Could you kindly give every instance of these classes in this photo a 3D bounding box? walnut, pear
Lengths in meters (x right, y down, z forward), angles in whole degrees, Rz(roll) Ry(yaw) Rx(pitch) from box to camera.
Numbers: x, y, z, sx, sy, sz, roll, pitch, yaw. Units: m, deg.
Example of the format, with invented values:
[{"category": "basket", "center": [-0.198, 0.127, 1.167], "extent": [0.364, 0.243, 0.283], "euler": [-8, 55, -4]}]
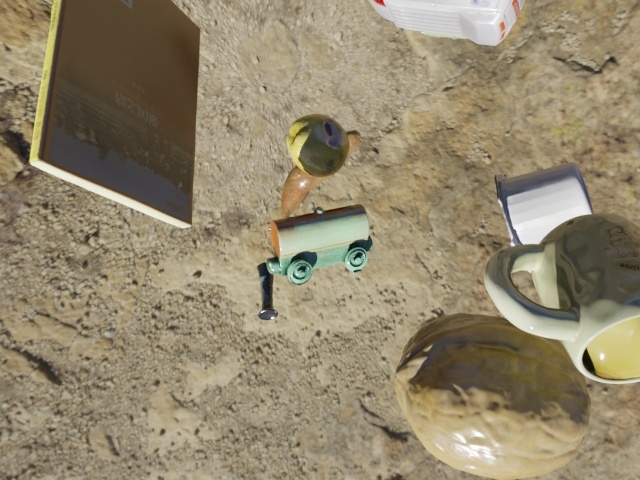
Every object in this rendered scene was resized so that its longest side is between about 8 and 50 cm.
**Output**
[{"category": "walnut", "center": [0.282, 0.260, 0.886], "extent": [0.312, 0.277, 0.252], "euler": [9, 146, 5]}, {"category": "pear", "center": [-0.010, -0.263, 1.414], "extent": [0.177, 0.178, 0.178], "euler": [-2, 107, -6]}]

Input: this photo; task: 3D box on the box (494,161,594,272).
[{"category": "box", "center": [0.625, -0.076, 1.412], "extent": [0.206, 0.262, 0.292], "euler": [-19, 84, 31]}]

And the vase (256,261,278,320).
[{"category": "vase", "center": [-0.154, 0.145, 1.493], "extent": [0.059, 0.167, 0.059], "euler": [-5, 143, -3]}]

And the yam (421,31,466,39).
[{"category": "yam", "center": [0.355, -0.647, 1.260], "extent": [0.167, 0.168, 0.305], "euler": [13, 100, -10]}]

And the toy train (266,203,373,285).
[{"category": "toy train", "center": [0.000, 0.000, 1.300], "extent": [0.285, 0.116, 0.177], "euler": [-11, 115, -17]}]

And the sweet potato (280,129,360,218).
[{"category": "sweet potato", "center": [-0.023, -0.214, 1.572], "extent": [0.355, 0.106, 0.095], "euler": [-47, 151, 10]}]

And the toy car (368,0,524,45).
[{"category": "toy car", "center": [0.083, -0.248, 0.464], "extent": [0.209, 0.089, 0.108], "euler": [18, 97, 19]}]

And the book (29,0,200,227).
[{"category": "book", "center": [-0.270, -0.230, 0.746], "extent": [0.028, 0.262, 0.375], "euler": [-10, 70, 24]}]

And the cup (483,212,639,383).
[{"category": "cup", "center": [0.372, 0.084, 0.748], "extent": [0.254, 0.202, 0.173], "euler": [-13, 130, 9]}]
